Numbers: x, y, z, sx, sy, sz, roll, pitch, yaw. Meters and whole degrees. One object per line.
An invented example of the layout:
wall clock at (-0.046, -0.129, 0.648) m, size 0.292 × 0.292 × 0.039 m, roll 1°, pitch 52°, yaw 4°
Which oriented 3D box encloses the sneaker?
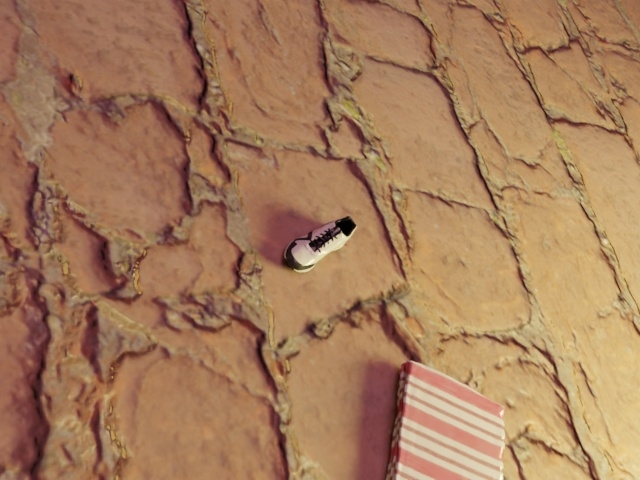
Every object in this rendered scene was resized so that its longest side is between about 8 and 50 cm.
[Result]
sneaker at (0.000, 0.000, 0.947) m, size 0.040 × 0.044 × 0.109 m, roll 52°, pitch 46°, yaw 3°

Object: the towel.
towel at (0.136, 0.239, 0.890) m, size 0.144 × 0.029 × 0.197 m, roll 28°, pitch 49°, yaw -18°
